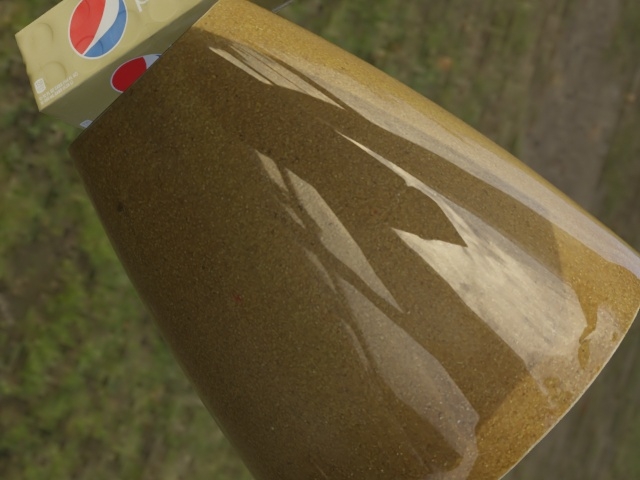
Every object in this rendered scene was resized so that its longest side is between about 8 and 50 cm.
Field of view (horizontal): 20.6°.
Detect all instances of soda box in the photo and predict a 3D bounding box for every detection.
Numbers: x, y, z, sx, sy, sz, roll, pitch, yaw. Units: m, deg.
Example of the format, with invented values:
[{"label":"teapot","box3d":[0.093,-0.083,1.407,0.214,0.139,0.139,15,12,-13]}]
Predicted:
[{"label":"soda box","box3d":[-0.095,-0.140,1.077,0.058,0.181,0.061,22,42,-57]}]

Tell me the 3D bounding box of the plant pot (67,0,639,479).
[{"label":"plant pot","box3d":[0.000,0.000,0.923,0.237,0.254,0.237,-42,-172,7]}]
